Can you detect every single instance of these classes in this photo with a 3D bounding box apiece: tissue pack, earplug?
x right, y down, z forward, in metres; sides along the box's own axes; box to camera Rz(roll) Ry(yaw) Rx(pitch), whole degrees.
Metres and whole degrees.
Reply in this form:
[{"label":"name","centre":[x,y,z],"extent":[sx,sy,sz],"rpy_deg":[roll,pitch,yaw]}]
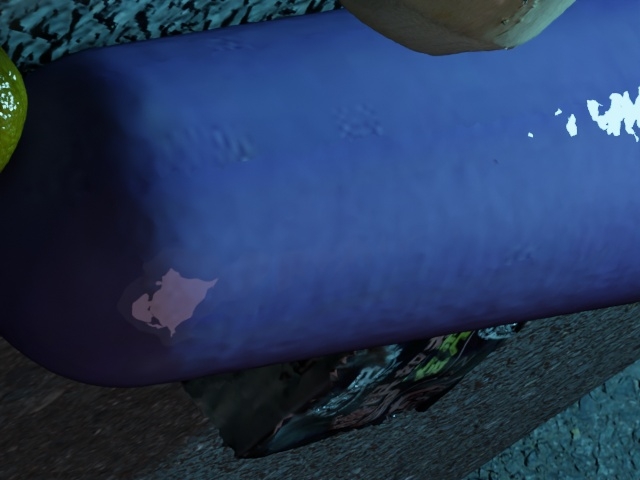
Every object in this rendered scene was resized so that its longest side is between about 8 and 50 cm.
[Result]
[{"label":"tissue pack","centre":[0.059,0.055,1.366],"extent":[0.245,0.123,0.332],"rpy_deg":[-45,161,23]},{"label":"earplug","centre":[0.011,-0.033,0.932],"extent":[0.456,0.215,0.215],"rpy_deg":[-11,153,-39]}]

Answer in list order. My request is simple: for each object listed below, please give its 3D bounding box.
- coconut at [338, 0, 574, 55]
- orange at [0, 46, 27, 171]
[{"label":"coconut","centre":[0.067,-0.172,0.715],"extent":[0.162,0.161,0.161],"rpy_deg":[-43,159,26]},{"label":"orange","centre":[-0.178,-0.055,0.744],"extent":[0.095,0.085,0.085],"rpy_deg":[-25,162,4]}]
